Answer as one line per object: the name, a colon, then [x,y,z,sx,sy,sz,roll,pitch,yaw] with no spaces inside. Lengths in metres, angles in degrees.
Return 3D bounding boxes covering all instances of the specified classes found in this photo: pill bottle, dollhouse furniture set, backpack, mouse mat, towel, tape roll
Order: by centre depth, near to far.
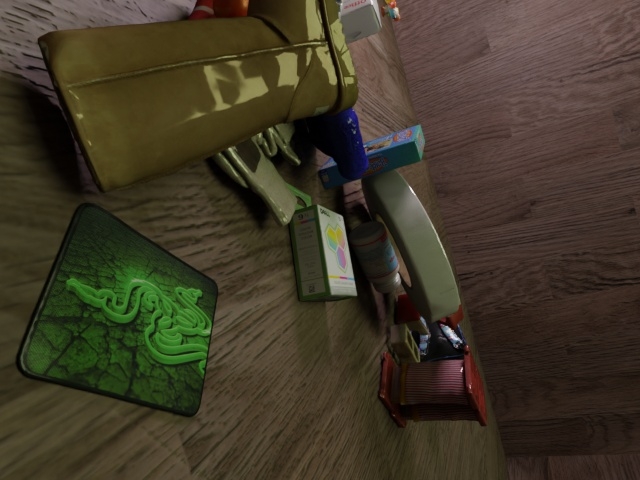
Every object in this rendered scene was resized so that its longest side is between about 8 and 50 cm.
mouse mat: [-0.164,0.070,0.397,0.189,0.007,0.152,48,35,-49]
towel: [0.009,-0.283,0.749,0.227,0.077,0.308,-123,-169,-53]
pill bottle: [0.131,0.041,0.989,0.160,0.087,0.087,64,25,-26]
tape roll: [0.206,0.011,1.019,0.392,0.072,0.391,-23,90,-88]
dollhouse furniture set: [0.271,0.252,1.041,0.152,0.202,0.373,60,28,-33]
backpack: [0.345,0.301,1.260,0.173,0.159,0.116,-94,166,-52]

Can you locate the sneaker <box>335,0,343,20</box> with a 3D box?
sneaker: [-0.010,-0.427,0.911,0.115,0.105,0.280,-62,159,-79]

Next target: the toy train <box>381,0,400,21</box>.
toy train: [0.171,-0.677,1.155,0.125,0.046,0.166,-56,129,-64]

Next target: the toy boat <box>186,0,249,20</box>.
toy boat: [-0.108,-0.293,0.525,0.151,0.151,0.230,80,11,-48]

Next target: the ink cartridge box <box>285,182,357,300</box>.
ink cartridge box: [0.000,0.000,0.742,0.109,0.062,0.209,18,60,-63]

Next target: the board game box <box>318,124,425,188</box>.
board game box: [0.116,-0.184,0.929,0.047,0.211,0.160,67,25,-19]

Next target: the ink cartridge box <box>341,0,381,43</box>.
ink cartridge box: [0.071,-0.655,1.165,0.092,0.159,0.217,40,41,-60]

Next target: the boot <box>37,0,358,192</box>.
boot: [-0.110,-0.195,0.394,0.270,0.089,0.235,-23,93,-25]

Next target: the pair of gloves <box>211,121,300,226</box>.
pair of gloves: [-0.097,-0.157,0.642,0.204,0.042,0.239,52,31,-38]
